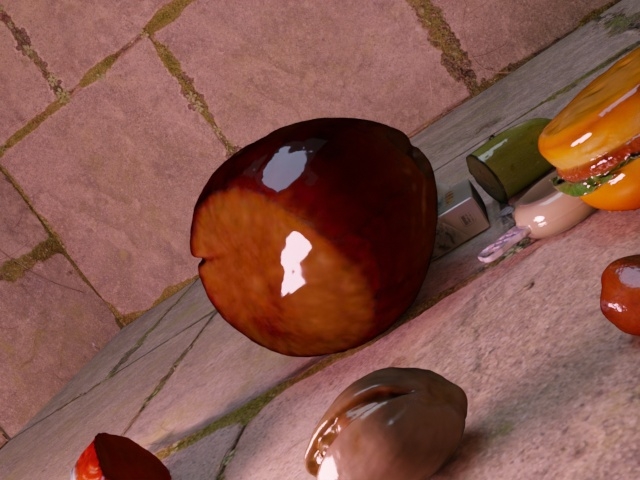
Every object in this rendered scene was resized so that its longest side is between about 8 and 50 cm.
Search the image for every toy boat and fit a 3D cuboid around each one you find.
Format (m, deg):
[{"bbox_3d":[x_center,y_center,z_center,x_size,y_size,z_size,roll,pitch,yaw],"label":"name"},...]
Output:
[{"bbox_3d":[-0.302,0.381,1.097,0.133,0.145,0.332,-65,14,-8],"label":"toy boat"}]

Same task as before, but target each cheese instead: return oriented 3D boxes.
[{"bbox_3d":[0.331,-0.037,1.127,0.227,0.064,0.137,-38,8,-6],"label":"cheese"}]

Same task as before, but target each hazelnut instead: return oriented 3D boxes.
[{"bbox_3d":[0.000,0.000,1.234,0.429,0.402,0.402,-37,6,42],"label":"hazelnut"}]

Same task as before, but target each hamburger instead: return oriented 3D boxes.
[{"bbox_3d":[0.417,-0.136,0.980,0.246,0.170,0.246,-43,3,3],"label":"hamburger"}]

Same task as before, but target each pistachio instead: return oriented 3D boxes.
[{"bbox_3d":[0.063,0.199,0.753,0.185,0.124,0.124,-39,8,17],"label":"pistachio"}]

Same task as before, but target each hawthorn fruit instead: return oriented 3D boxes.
[{"bbox_3d":[0.316,0.049,0.704,0.081,0.081,0.093,-41,13,-32],"label":"hawthorn fruit"}]

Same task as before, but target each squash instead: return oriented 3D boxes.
[{"bbox_3d":[0.382,-0.166,1.422,0.186,0.123,0.123,-36,9,2],"label":"squash"}]

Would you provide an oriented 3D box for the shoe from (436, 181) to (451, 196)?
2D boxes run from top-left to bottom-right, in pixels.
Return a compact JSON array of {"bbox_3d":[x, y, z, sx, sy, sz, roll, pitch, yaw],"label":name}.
[{"bbox_3d":[0.236,-0.106,1.679,0.095,0.110,0.265,-33,12,18],"label":"shoe"}]

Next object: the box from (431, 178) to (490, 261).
[{"bbox_3d":[0.196,-0.009,1.447,0.256,0.069,0.164,-33,10,16],"label":"box"}]
